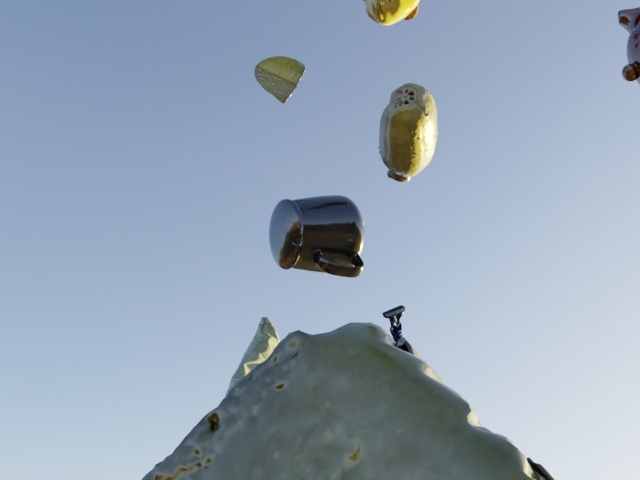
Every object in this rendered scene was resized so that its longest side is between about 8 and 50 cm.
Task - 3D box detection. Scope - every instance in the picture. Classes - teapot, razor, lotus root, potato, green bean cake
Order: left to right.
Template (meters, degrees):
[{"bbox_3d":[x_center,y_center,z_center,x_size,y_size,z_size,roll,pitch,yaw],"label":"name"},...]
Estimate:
[{"bbox_3d":[-0.116,-0.447,1.732,0.120,0.081,0.149,25,-14,-12],"label":"potato"},{"bbox_3d":[0.015,0.239,0.397,0.310,0.285,0.202,-40,-59,-3],"label":"green bean cake"},{"bbox_3d":[0.126,-0.145,0.919,0.077,0.090,0.183,19,-28,15],"label":"lotus root"},{"bbox_3d":[0.133,0.171,0.934,0.044,0.154,0.028,-17,-12,-40],"label":"razor"},{"bbox_3d":[0.537,-0.263,0.982,0.135,0.252,0.178,-25,-22,15],"label":"teapot"}]

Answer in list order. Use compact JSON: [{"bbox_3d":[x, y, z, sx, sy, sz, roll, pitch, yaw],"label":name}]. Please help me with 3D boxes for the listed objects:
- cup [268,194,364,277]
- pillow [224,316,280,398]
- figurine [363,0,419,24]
[{"bbox_3d":[0.000,0.000,1.326,0.177,0.223,0.169,3,-59,-29],"label":"cup"},{"bbox_3d":[-0.095,0.324,1.189,0.076,0.274,0.280,-7,-70,12],"label":"pillow"},{"bbox_3d":[0.151,-0.567,1.408,0.131,0.156,0.246,4,-21,14],"label":"figurine"}]
